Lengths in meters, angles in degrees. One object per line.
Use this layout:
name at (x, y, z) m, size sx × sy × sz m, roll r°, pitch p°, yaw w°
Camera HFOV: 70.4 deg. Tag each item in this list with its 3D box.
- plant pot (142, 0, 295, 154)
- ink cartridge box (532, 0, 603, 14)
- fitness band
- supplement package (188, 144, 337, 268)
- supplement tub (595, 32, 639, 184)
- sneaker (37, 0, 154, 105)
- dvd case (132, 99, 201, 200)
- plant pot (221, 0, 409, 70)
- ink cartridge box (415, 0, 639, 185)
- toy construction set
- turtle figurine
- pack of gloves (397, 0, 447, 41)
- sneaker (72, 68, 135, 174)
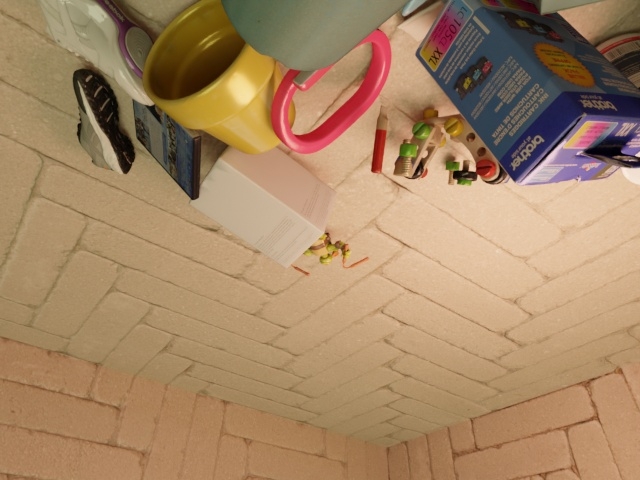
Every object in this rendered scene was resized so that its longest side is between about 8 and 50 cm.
plant pot at (-0.174, -0.305, 0.909) m, size 0.253 × 0.254 × 0.239 m, roll -16°, pitch 152°, yaw 20°
ink cartridge box at (0.399, -0.472, 0.725) m, size 0.127 × 0.176 × 0.128 m, roll -9°, pitch 138°, yaw 12°
fitness band at (0.025, -0.300, 0.908) m, size 0.291 × 0.054 × 0.209 m, roll -43°, pitch 154°, yaw -7°
supplement package at (-0.135, -0.107, 1.123) m, size 0.292 × 0.175 × 0.177 m, roll 35°, pitch 130°, yaw -16°
supplement tub at (0.627, -0.260, 0.888) m, size 0.191 × 0.272 × 0.191 m, roll 1°, pitch 139°, yaw 1°
sneaker at (-0.433, -0.397, 0.890) m, size 0.152 × 0.114 × 0.305 m, roll -17°, pitch 119°, yaw 30°
dvd case at (-0.347, -0.231, 1.016) m, size 0.022 × 0.253 × 0.180 m, roll -30°, pitch 154°, yaw -34°
plant pot at (0.022, -0.430, 0.624) m, size 0.341 × 0.342 × 0.334 m, roll 22°, pitch 160°, yaw -22°
ink cartridge box at (0.385, -0.242, 0.773) m, size 0.269 × 0.396 × 0.151 m, roll -8°, pitch 149°, yaw -30°
toy construction set at (0.264, -0.249, 0.990) m, size 0.308 × 0.257 × 0.238 m, roll 2°, pitch 97°, yaw -25°
turtle figurine at (0.000, 0.000, 1.347) m, size 0.269 × 0.087 × 0.217 m, roll -4°, pitch 131°, yaw 30°
pack of gloves at (0.222, -0.427, 0.787) m, size 0.232 × 0.046 × 0.195 m, roll -19°, pitch 163°, yaw 40°
sneaker at (-0.526, -0.266, 1.058) m, size 0.107 × 0.100 × 0.272 m, roll 7°, pitch 139°, yaw 2°
